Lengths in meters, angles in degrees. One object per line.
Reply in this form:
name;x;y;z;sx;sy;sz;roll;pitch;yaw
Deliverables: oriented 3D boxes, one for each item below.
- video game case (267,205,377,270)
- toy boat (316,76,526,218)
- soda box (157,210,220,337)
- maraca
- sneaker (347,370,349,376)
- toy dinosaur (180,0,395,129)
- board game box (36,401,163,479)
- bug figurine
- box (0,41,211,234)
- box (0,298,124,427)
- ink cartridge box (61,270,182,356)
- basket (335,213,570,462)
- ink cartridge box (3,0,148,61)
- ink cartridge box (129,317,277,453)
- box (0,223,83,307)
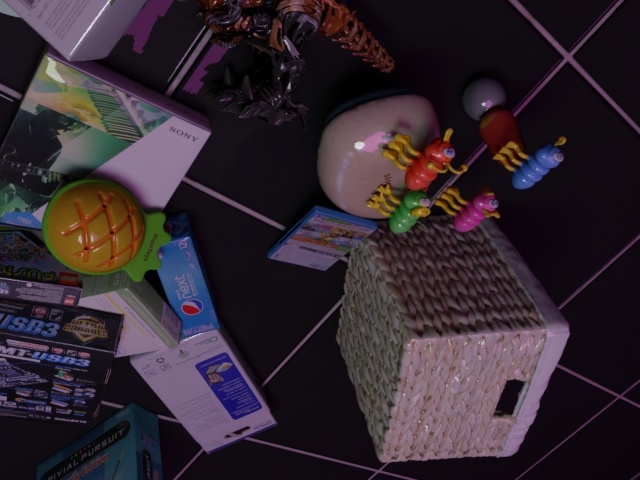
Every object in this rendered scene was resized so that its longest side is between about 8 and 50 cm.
video game case;0.000;0.000;1.072;0.119;0.015;0.166;14;146;-28
toy boat;0.144;-0.152;0.968;0.317;0.148;0.268;-15;154;-5
soda box;-0.222;0.060;1.046;0.067;0.071;0.210;-13;130;-6
maraca;-0.287;-0.011;0.874;0.185;0.099;0.127;26;84;-44
sneaker;0.110;0.253;1.335;0.058;0.052;0.135;31;112;-31
toy dinosaur;-0.057;-0.263;0.803;0.321;0.164;0.219;16;103;-1
board game box;-0.405;0.502;1.160;0.253;0.336;0.079;-34;131;9
bug figurine;0.202;-0.077;0.898;0.278;0.072;0.216;-3;151;-27
box;-0.333;-0.086;0.900;0.232;0.059;0.322;22;117;-32
box;-0.475;0.187;0.983;0.295;0.073;0.293;13;138;-17
ink cartridge box;-0.360;0.122;1.002;0.234;0.056;0.171;-12;139;12
basket;0.202;0.168;1.117;0.266;0.331;0.329;-4;128;-14
ink cartridge box;-0.277;-0.320;0.652;0.219;0.093;0.160;43;107;-7
ink cartridge box;-0.215;0.277;1.230;0.165;0.065;0.333;-23;130;-2
box;-0.423;0.026;0.848;0.206;0.114;0.036;11;124;-26
